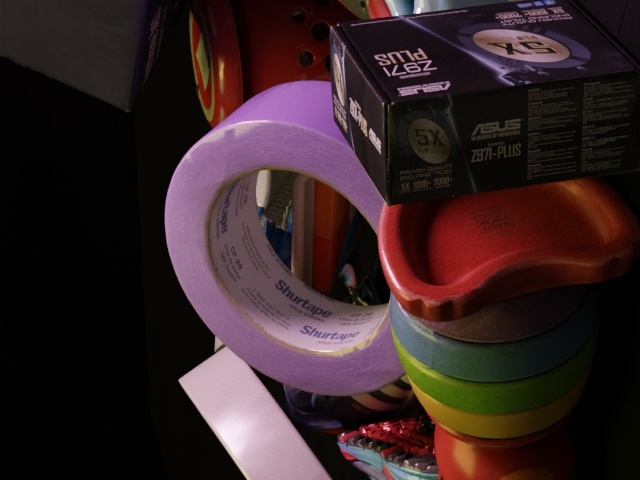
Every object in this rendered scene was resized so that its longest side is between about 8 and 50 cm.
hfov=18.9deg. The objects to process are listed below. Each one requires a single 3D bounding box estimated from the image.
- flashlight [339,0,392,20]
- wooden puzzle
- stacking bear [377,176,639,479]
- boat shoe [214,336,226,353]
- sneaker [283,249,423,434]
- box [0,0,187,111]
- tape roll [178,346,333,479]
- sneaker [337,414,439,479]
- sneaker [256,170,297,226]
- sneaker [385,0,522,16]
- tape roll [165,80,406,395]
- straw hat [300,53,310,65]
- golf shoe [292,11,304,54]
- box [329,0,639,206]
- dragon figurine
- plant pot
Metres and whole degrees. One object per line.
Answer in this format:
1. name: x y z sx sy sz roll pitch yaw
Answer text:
1. flashlight: 0.066 -0.192 1.672 0.304 0.103 0.103 -109 19 -49
2. wooden puzzle: 0.025 -0.054 1.891 0.238 0.044 0.221 98 -164 -47
3. stacking bear: 0.132 0.085 1.412 0.164 0.175 0.289 -114 12 -48
4. boat shoe: -0.080 0.102 2.557 0.306 0.113 0.105 56 -149 -81
5. sneaker: 0.036 0.103 1.882 0.350 0.148 0.131 102 158 -57
6. box: -0.202 -0.462 1.853 0.480 0.297 0.471 112 -177 -68
7. tape roll: -0.012 0.284 2.011 0.392 0.072 0.392 54 173 9
8. sneaker: 0.086 0.243 1.844 0.262 0.104 0.125 -158 60 -77
9. sneaker: -0.070 -0.082 2.418 0.151 0.094 0.256 -118 33 -46
10. sneaker: 0.075 -0.269 1.453 0.135 0.150 0.366 117 144 -69
11. tape roll: 0.000 0.000 1.708 0.090 0.275 0.274 -46 -36 -49
12. straw hat: -0.062 -0.163 2.186 0.061 0.144 0.144 32 136 36
13. golf shoe: -0.037 -0.259 2.212 0.120 0.105 0.273 54 159 19
14. box: 0.110 -0.098 1.310 0.147 0.180 0.077 -116 21 -60
15. dragon figurine: -0.039 -0.001 2.192 0.085 0.144 0.289 -124 29 -65
16. plant pot: -0.041 -0.196 2.024 0.191 0.174 0.191 170 90 -78
